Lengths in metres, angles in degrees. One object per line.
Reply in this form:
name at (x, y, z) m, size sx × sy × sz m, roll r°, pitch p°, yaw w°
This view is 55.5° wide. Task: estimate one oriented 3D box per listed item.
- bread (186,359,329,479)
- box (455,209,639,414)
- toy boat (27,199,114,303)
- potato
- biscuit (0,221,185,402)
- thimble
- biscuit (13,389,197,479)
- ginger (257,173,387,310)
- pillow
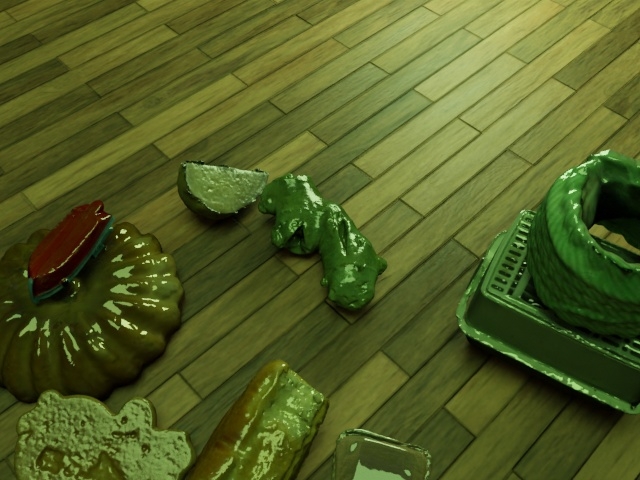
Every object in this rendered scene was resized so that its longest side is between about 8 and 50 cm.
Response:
bread at (-0.086, 0.275, 0.768) m, size 0.121 × 0.174 × 0.245 m, roll 30°, pitch 67°, yaw 15°
box at (0.364, 0.103, 0.895) m, size 0.291 × 0.166 × 0.220 m, roll 26°, pitch 58°, yaw 18°
toy boat at (-0.374, 0.018, 0.905) m, size 0.069 × 0.058 × 0.173 m, roll 24°, pitch 63°, yaw 15°
potato at (-0.181, -0.079, 1.096) m, size 0.172 × 0.089 × 0.100 m, roll 0°, pitch 70°, yaw -39°
biscuit at (-0.381, 0.092, 0.949) m, size 0.326 × 0.107 × 0.325 m, roll 0°, pitch 57°, yaw -1°
thimble at (0.377, 0.002, 0.773) m, size 0.219 × 0.150 × 0.219 m, roll 0°, pitch 56°, yaw 0°
biscuit at (-0.296, 0.294, 0.819) m, size 0.249 × 0.035 × 0.184 m, roll 15°, pitch 67°, yaw 3°
ginger at (-0.002, -0.003, 1.027) m, size 0.137 × 0.089 × 0.290 m, roll -26°, pitch 61°, yaw -39°
pillow at (0.066, 0.357, 0.794) m, size 0.135 × 0.034 × 0.211 m, roll 14°, pitch 57°, yaw 6°
